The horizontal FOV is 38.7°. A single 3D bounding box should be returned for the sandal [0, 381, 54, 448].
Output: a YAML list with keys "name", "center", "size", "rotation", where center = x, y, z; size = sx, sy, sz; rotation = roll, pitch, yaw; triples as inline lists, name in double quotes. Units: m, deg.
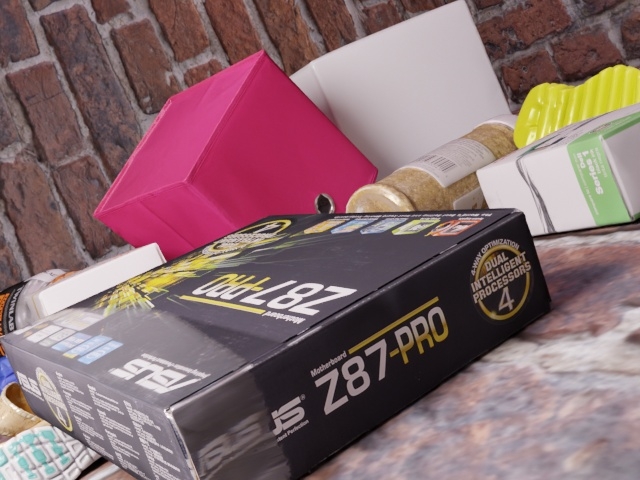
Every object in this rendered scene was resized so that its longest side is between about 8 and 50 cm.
- name: "sandal"
  center: [-0.321, 0.192, 1.014]
  size: [0.240, 0.079, 0.088]
  rotation: [-21, -17, 14]

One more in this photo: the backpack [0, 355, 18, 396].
- name: "backpack"
  center: [-0.455, 0.220, 1.361]
  size: [0.098, 0.101, 0.120]
  rotation: [-20, -3, -45]

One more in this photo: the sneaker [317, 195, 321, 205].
- name: "sneaker"
  center: [-0.142, -0.079, 1.601]
  size: [0.255, 0.094, 0.151]
  rotation: [-14, 34, -33]

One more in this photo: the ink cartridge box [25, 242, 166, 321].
- name: "ink cartridge box"
  center: [-0.292, 0.116, 1.272]
  size: [0.171, 0.168, 0.232]
  rotation: [-25, 6, -22]

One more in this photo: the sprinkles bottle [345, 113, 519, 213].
- name: "sprinkles bottle"
  center: [0.186, -0.077, 1.292]
  size: [0.121, 0.121, 0.355]
  rotation: [-19, 7, 47]

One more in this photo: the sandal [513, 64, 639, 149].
- name: "sandal"
  center: [0.389, -0.152, 1.194]
  size: [0.138, 0.126, 0.317]
  rotation: [15, 6, -18]

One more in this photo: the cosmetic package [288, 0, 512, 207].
- name: "cosmetic package"
  center: [0.111, -0.195, 1.697]
  size: [0.329, 0.328, 0.393]
  rotation: [-26, 6, -21]

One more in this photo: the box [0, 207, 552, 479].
- name: "box"
  center: [-0.059, 0.073, 0.771]
  size: [0.318, 0.097, 0.395]
  rotation: [-28, 16, -29]

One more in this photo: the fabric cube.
- name: "fabric cube"
  center: [-0.119, -0.074, 1.339]
  size: [0.259, 0.258, 0.254]
  rotation: [-13, 42, 48]

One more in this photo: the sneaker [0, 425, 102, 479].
- name: "sneaker"
  center: [-0.238, 0.199, 0.872]
  size: [0.166, 0.065, 0.076]
  rotation: [-22, -11, -27]

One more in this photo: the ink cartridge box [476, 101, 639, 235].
- name: "ink cartridge box"
  center: [0.293, -0.078, 0.964]
  size: [0.160, 0.093, 0.219]
  rotation: [-26, 6, -23]

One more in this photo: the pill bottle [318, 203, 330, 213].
- name: "pill bottle"
  center: [0.000, 0.000, 1.473]
  size: [0.184, 0.103, 0.103]
  rotation: [-20, 6, 38]

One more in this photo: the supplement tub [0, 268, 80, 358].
- name: "supplement tub"
  center: [-0.527, 0.165, 1.721]
  size: [0.316, 0.194, 0.193]
  rotation: [-21, 6, 41]
